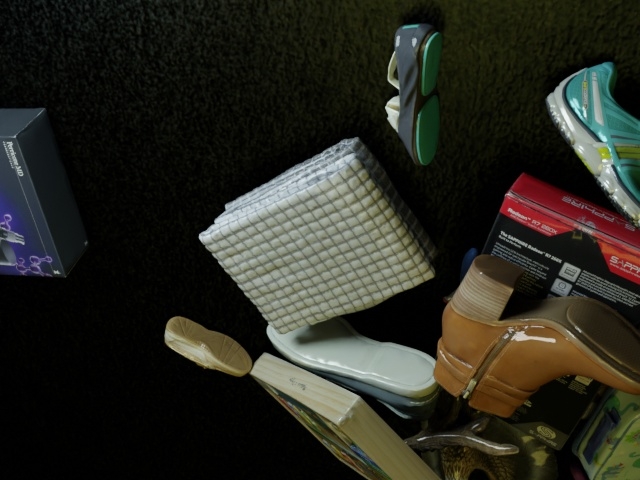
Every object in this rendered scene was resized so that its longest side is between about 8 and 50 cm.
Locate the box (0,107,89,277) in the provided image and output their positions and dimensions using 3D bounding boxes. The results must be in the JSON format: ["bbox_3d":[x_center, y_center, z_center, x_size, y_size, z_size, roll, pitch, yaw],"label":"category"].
[{"bbox_3d":[-0.503,-0.074,1.201,0.185,0.103,0.261,0,126,10],"label":"box"}]

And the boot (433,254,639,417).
[{"bbox_3d":[0.285,0.171,1.006,0.284,0.109,0.220,27,127,20],"label":"boot"}]

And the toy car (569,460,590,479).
[{"bbox_3d":[0.483,0.463,1.346,0.182,0.136,0.159,-42,140,8],"label":"toy car"}]

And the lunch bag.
[{"bbox_3d":[0.519,0.304,1.219,0.176,0.090,0.218,-4,131,-16],"label":"lunch bag"}]

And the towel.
[{"bbox_3d":[0.000,0.000,1.131,0.284,0.121,0.235,-24,119,25],"label":"towel"}]

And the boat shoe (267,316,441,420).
[{"bbox_3d":[0.047,0.205,1.222,0.320,0.116,0.099,16,133,32],"label":"boat shoe"}]

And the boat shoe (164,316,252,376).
[{"bbox_3d":[-0.205,0.199,1.359,0.170,0.063,0.059,30,129,2],"label":"boat shoe"}]

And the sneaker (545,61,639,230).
[{"bbox_3d":[0.387,-0.098,0.918,0.110,0.107,0.275,-36,75,20],"label":"sneaker"}]

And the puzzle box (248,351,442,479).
[{"bbox_3d":[0.047,0.316,1.220,0.272,0.052,0.409,46,164,-16],"label":"puzzle box"}]

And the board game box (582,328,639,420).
[{"bbox_3d":[0.416,0.186,1.201,0.165,0.042,0.243,13,128,-6],"label":"board game box"}]

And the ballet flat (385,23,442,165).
[{"bbox_3d":[0.122,-0.194,0.996,0.074,0.074,0.203,4,132,10],"label":"ballet flat"}]

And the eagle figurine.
[{"bbox_3d":[0.254,0.367,1.298,0.225,0.226,0.298,-48,141,2],"label":"eagle figurine"}]

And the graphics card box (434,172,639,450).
[{"bbox_3d":[0.320,0.110,1.083,0.233,0.094,0.370,26,127,16],"label":"graphics card box"}]

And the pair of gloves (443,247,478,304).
[{"bbox_3d":[0.293,0.083,1.182,0.198,0.023,0.159,34,124,-14],"label":"pair of gloves"}]
